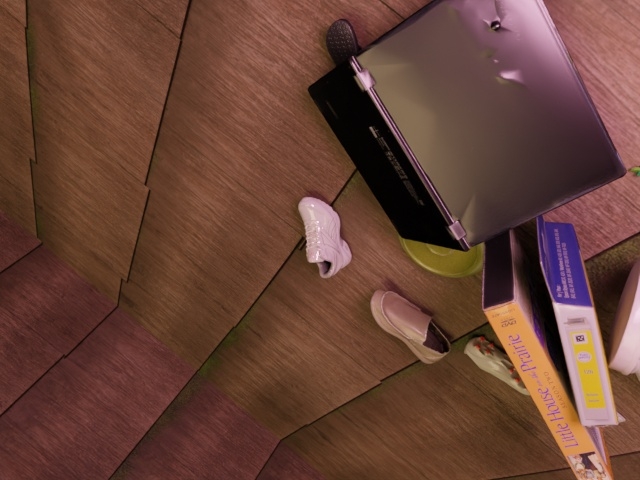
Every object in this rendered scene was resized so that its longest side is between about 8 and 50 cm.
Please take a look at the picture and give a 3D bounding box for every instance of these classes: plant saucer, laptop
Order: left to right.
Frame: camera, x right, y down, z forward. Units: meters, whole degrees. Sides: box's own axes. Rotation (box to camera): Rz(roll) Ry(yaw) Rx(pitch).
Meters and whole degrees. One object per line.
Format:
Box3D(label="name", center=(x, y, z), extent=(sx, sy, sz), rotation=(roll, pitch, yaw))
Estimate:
Box3D(label="plant saucer", center=(0.271, -0.001, 1.187), extent=(0.241, 0.037, 0.240), rotation=(22, 140, 21))
Box3D(label="laptop", center=(0.220, -0.202, 0.943), extent=(0.381, 0.236, 0.408), rotation=(56, 169, -13))

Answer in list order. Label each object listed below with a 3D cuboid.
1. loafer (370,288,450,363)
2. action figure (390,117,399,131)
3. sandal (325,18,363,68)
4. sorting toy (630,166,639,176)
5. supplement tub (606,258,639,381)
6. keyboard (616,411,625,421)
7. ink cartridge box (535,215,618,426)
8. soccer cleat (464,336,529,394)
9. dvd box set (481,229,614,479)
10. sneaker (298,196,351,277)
Box3D(label="loafer", center=(0.242, 0.217, 1.383), extent=(0.268, 0.102, 0.092), rotation=(41, 142, -17))
Box3D(label="action figure", center=(0.239, -0.244, 0.957), extent=(0.232, 0.063, 0.137), rotation=(11, 133, 28))
Box3D(label="sandal", center=(0.059, -0.349, 1.023), extent=(0.067, 0.040, 0.179), rotation=(20, 153, 32))
Box3D(label="sorting toy", center=(0.555, -0.111, 0.865), extent=(0.083, 0.012, 0.062), rotation=(-10, 121, 44))
Box3D(label="supplement tub", center=(0.668, 0.168, 0.860), extent=(0.325, 0.235, 0.235), rotation=(16, 136, 24))
Box3D(label="keyboard", center=(0.614, 0.359, 1.280), extent=(0.256, 0.014, 0.072), rotation=(42, 142, -3))
Box3D(label="ink cartridge box", center=(0.436, 0.097, 0.920), extent=(0.072, 0.303, 0.307), rotation=(-9, 112, 24))
Box3D(label="soccer cleat", center=(0.453, 0.317, 1.334), extent=(0.196, 0.068, 0.076), rotation=(38, 148, 13))
Box3D(label="dvd box set", center=(0.430, 0.206, 1.022), extent=(0.062, 0.307, 0.420), rotation=(-24, 108, 27))
Box3D(label="sneaker", center=(0.000, 0.000, 1.344), extent=(0.090, 0.115, 0.232), rotation=(-3, 125, 41))
